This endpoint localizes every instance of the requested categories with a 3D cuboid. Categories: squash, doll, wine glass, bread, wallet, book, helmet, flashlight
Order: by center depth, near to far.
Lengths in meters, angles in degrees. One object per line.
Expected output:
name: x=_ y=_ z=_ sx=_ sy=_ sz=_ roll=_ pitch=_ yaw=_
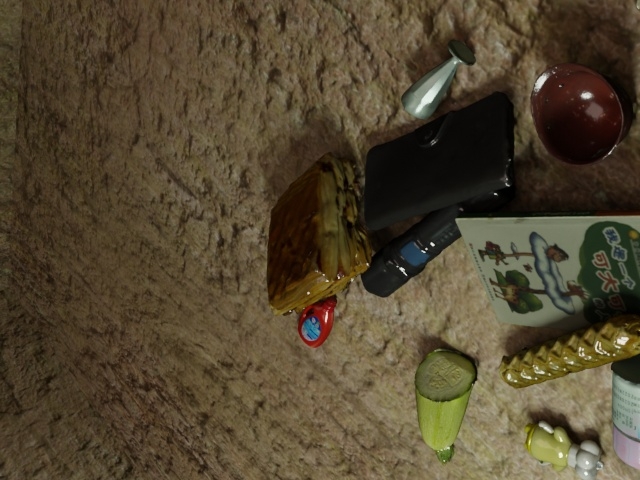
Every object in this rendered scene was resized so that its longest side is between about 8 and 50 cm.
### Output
helmet: x=0.437 y=-0.212 z=1.157 sx=0.175 sy=0.106 sz=0.155 roll=47 pitch=135 yaw=27
book: x=0.438 y=0.059 z=1.257 sx=0.370 sy=0.043 sz=0.260 roll=0 pitch=127 yaw=47
bread: x=0.454 y=0.209 z=1.293 sx=0.084 sy=0.077 sz=0.367 roll=33 pitch=149 yaw=-7
wine glass: x=0.228 y=-0.308 z=1.361 sx=0.073 sy=0.073 sz=0.155 roll=56 pitch=133 yaw=13
wallet: x=0.226 y=-0.150 z=1.380 sx=0.377 sy=0.051 sz=0.197 roll=-18 pitch=61 yaw=49
doll: x=0.484 y=0.419 z=1.407 sx=0.162 sy=0.062 sz=0.106 roll=16 pitch=121 yaw=41
flashlight: x=0.231 y=-0.014 z=1.459 sx=0.103 sy=0.103 sz=0.424 roll=57 pitch=135 yaw=12
squash: x=0.258 y=0.391 z=1.581 sx=0.137 sy=0.137 sz=0.288 roll=30 pitch=128 yaw=34
bread: x=0.000 y=0.000 z=1.607 sx=0.277 sy=0.166 sz=0.325 roll=-36 pitch=44 yaw=49

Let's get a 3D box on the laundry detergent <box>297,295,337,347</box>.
laundry detergent: x=-0.003 y=0.199 z=1.826 sx=0.097 sy=0.049 sz=0.165 roll=49 pitch=132 yaw=25

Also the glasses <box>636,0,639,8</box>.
glasses: x=0.530 y=-0.272 z=0.989 sx=0.088 sy=0.220 sz=0.190 roll=-9 pitch=101 yaw=7

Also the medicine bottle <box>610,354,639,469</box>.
medicine bottle: x=0.571 y=0.294 z=1.214 sx=0.135 sy=0.135 sz=0.169 roll=11 pitch=115 yaw=42
